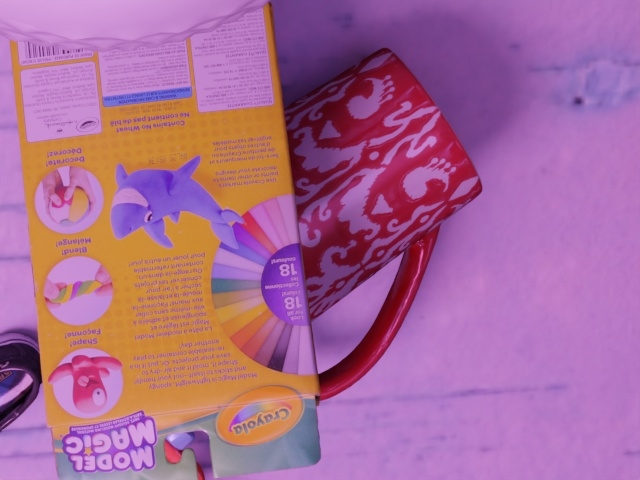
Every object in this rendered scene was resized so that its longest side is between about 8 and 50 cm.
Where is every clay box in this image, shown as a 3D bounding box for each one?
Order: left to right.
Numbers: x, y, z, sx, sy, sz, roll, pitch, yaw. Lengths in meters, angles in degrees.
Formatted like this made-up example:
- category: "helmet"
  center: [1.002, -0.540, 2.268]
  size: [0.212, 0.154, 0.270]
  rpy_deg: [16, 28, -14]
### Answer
- category: "clay box"
  center: [-0.072, 0.005, 0.937]
  size: [0.127, 0.053, 0.222]
  rpy_deg: [-6, 80, -1]

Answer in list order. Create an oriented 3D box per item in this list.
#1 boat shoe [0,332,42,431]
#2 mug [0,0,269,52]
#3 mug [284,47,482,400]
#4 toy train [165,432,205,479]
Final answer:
- category: "boat shoe"
  center: [-0.206, 0.102, 1.059]
  size: [0.142, 0.040, 0.049]
  rpy_deg: [-40, 110, 4]
- category: "mug"
  center: [-0.123, -0.250, 0.804]
  size: [0.276, 0.328, 0.374]
  rpy_deg: [-36, 110, 3]
- category: "mug"
  center: [-0.005, -0.008, 1.036]
  size: [0.169, 0.113, 0.150]
  rpy_deg: [-35, 146, -2]
- category: "toy train"
  center: [-0.109, 0.176, 1.101]
  size: [0.125, 0.046, 0.166]
  rpy_deg: [41, 98, -12]
